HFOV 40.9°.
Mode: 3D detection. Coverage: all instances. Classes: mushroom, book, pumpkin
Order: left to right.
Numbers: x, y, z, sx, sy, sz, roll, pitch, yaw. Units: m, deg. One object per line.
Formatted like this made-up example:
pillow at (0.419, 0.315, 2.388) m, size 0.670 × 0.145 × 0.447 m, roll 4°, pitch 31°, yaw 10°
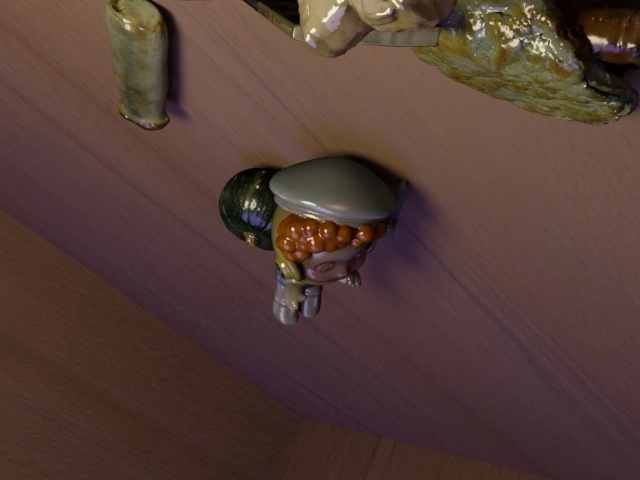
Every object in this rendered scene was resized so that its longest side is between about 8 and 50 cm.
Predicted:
mushroom at (-0.295, -0.287, 1.418) m, size 0.100 × 0.081 × 0.312 m, roll 23°, pitch 154°, yaw 2°
pumpkin at (-0.103, -0.058, 1.614) m, size 0.190 × 0.146 × 0.190 m, roll 22°, pitch -179°, yaw 0°
book at (0.013, -0.250, 0.938) m, size 0.160 × 0.024 × 0.228 m, roll -4°, pitch -153°, yaw -18°

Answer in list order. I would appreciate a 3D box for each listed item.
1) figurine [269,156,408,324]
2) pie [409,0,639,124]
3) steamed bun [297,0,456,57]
figurine at (-0.028, 0.008, 1.478) m, size 0.205 × 0.225 × 0.381 m, roll 60°, pitch 136°, yaw 27°
pie at (0.222, -0.209, 0.945) m, size 0.275 × 0.105 × 0.257 m, roll 25°, pitch 168°, yaw 6°
steamed bun at (0.066, -0.306, 0.759) m, size 0.137 × 0.295 × 0.292 m, roll -8°, pitch -153°, yaw -40°
